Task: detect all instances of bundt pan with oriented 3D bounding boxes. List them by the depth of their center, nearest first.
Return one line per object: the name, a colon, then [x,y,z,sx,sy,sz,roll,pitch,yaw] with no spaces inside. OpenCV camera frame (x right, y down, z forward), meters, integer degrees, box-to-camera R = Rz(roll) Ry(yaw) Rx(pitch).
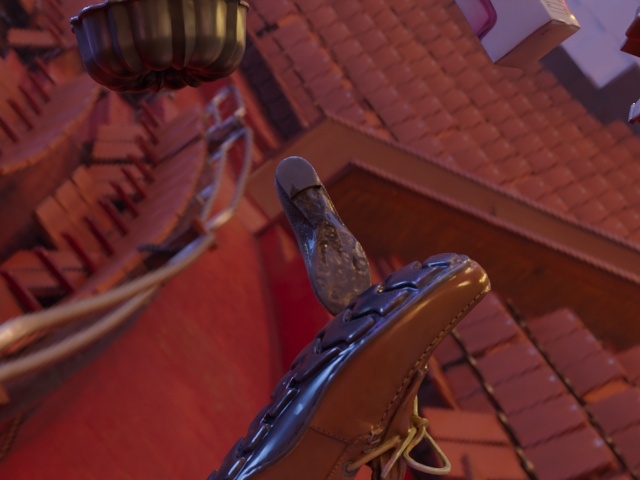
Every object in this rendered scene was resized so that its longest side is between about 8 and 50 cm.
bundt pan: [-0.284,-0.350,2.015,0.331,0.330,0.124,16,66,-81]

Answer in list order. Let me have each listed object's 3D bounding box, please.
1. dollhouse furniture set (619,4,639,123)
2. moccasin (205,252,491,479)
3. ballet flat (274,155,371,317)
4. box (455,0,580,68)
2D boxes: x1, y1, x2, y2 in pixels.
dollhouse furniture set: [0.616,-0.212,1.938,0.303,0.174,0.355,20,-31,-2]
moccasin: [0.027,0.173,0.977,0.147,0.380,0.139,40,-11,-9]
ballet flat: [0.000,0.000,1.494,0.058,0.084,0.250,101,-34,-64]
box: [0.311,-0.422,1.876,0.148,0.127,0.232,-7,65,-58]
